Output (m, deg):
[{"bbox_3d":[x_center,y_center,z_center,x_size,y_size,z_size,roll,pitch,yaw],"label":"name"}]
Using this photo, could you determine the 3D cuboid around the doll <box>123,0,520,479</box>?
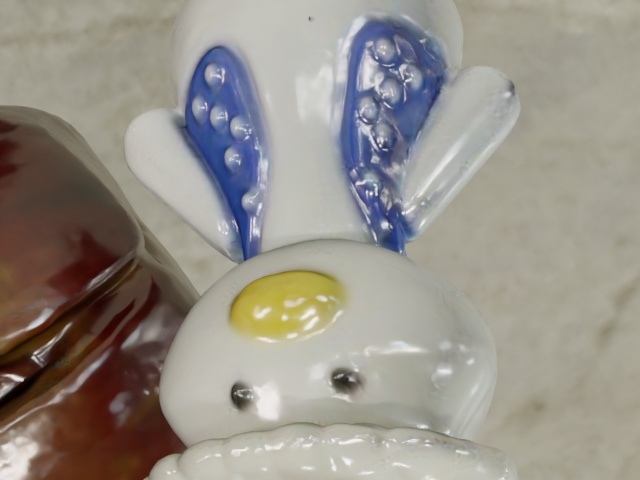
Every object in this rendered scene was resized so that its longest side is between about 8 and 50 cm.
[{"bbox_3d":[0.000,0.000,0.614,0.138,0.293,0.119,-4,154,7],"label":"doll"}]

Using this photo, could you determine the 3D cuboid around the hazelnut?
[{"bbox_3d":[-0.145,0.063,0.780,0.218,0.234,0.218,-19,131,-23],"label":"hazelnut"}]
